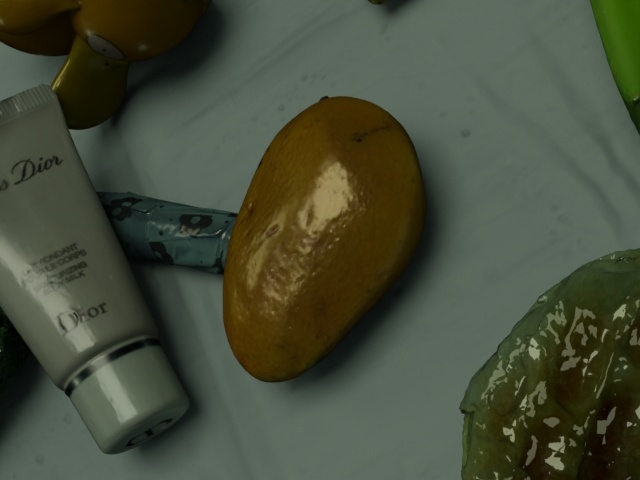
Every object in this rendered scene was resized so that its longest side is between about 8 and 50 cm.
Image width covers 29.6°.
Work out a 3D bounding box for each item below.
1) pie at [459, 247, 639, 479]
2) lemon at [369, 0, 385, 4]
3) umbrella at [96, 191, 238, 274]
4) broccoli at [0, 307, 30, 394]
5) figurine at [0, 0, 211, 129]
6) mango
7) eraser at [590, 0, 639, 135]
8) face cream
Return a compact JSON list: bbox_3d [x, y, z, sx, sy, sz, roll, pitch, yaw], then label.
[{"bbox_3d":[0.203,0.140,0.723,0.306,0.071,0.306,-13,72,44],"label":"pie"},{"bbox_3d":[0.054,-0.234,1.009,0.062,0.062,0.083,5,71,31],"label":"lemon"},{"bbox_3d":[-0.157,-0.011,1.043,0.250,0.052,0.053,8,109,31],"label":"umbrella"},{"bbox_3d":[-0.375,0.065,1.043,0.242,0.261,0.269,11,99,59],"label":"broccoli"},{"bbox_3d":[-0.222,-0.224,1.090,0.215,0.215,0.228,-47,69,5],"label":"figurine"},{"bbox_3d":[0.000,0.000,0.913,0.147,0.109,0.227,15,79,29],"label":"mango"},{"bbox_3d":[0.288,-0.209,0.850,0.210,0.092,0.274,-18,61,23],"label":"eraser"},{"bbox_3d":[-0.215,0.023,0.990,0.143,0.089,0.314,-28,74,-16],"label":"face cream"}]
